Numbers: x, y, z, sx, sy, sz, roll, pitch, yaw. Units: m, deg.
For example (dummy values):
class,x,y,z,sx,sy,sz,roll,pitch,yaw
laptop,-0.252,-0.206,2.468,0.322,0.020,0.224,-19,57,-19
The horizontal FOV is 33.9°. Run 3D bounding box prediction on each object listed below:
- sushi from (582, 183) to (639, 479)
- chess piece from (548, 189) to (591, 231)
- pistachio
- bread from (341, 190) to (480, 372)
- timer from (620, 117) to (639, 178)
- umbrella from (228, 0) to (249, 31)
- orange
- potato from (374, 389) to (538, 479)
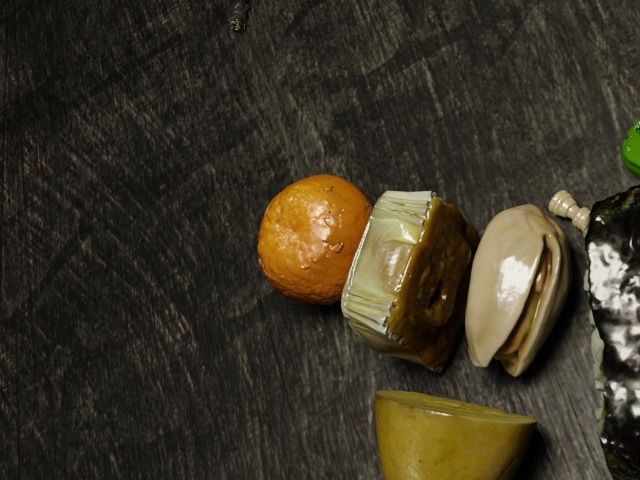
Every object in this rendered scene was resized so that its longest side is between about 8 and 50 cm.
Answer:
class,x,y,z,sx,sy,sz,roll,pitch,yaw
sushi,0.393,0.105,1.158,0.171,0.211,0.350,-10,66,28
chess piece,0.345,-0.029,1.383,0.035,0.035,0.092,-51,50,3
pistachio,0.251,0.061,1.345,0.152,0.126,0.223,154,131,-68
bread,0.129,0.052,1.391,0.110,0.192,0.209,11,73,38
timer,0.459,-0.123,1.336,0.128,0.047,0.140,-50,47,3
umbrella,-0.153,-0.460,1.997,0.037,0.040,0.144,-21,53,38
orange,0.000,0.000,1.544,0.193,0.161,0.193,-17,64,40
potato,0.150,0.273,1.289,0.204,0.178,0.158,12,89,16
